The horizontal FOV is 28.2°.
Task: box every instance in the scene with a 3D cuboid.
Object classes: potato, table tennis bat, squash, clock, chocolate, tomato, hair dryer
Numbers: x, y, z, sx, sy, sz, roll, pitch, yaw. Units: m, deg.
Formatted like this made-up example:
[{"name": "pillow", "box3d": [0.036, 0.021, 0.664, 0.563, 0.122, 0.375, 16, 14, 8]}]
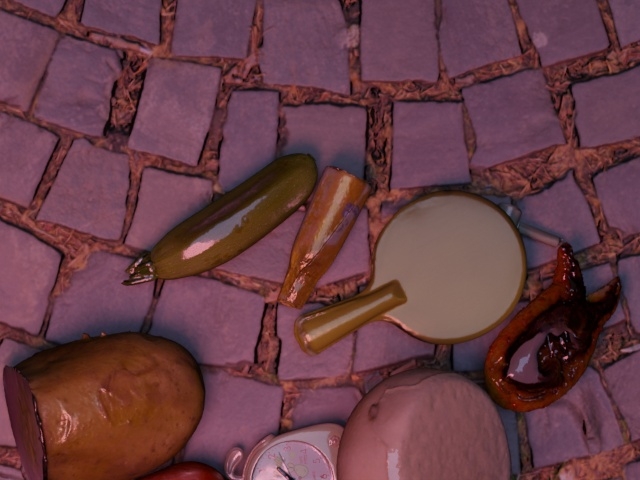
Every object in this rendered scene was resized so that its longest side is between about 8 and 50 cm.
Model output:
[{"name": "potato", "box3d": [-0.293, 0.234, 1.793, 0.266, 0.229, 0.229, -11, 84, -20]}, {"name": "table tennis bat", "box3d": [0.132, 0.070, 1.889, 0.368, 0.054, 0.224, -27, 86, -2]}, {"name": "squash", "box3d": [-0.140, -0.018, 1.873, 0.341, 0.094, 0.094, -34, 87, -8]}, {"name": "clock", "box3d": [-0.042, 0.349, 1.852, 0.190, 0.062, 0.152, -8, 85, -4]}, {"name": "chocolate", "box3d": [0.000, 0.000, 1.892, 0.085, 0.085, 0.219, 24, 87, -1]}, {"name": "tomato", "box3d": [-0.216, 0.367, 1.809, 0.174, 0.166, 0.082, -1, 44, -7]}, {"name": "hair dryer", "box3d": [0.318, -0.007, 1.934, 0.124, 0.038, 0.063, 21, 84, -9]}]

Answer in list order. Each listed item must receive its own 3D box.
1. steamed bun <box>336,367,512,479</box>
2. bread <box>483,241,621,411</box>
[{"name": "steamed bun", "box3d": [0.131, 0.322, 1.790, 0.283, 0.177, 0.283, 10, 76, -42]}, {"name": "bread", "box3d": [0.341, 0.141, 1.893, 0.139, 0.095, 0.269, 39, 70, -11]}]
